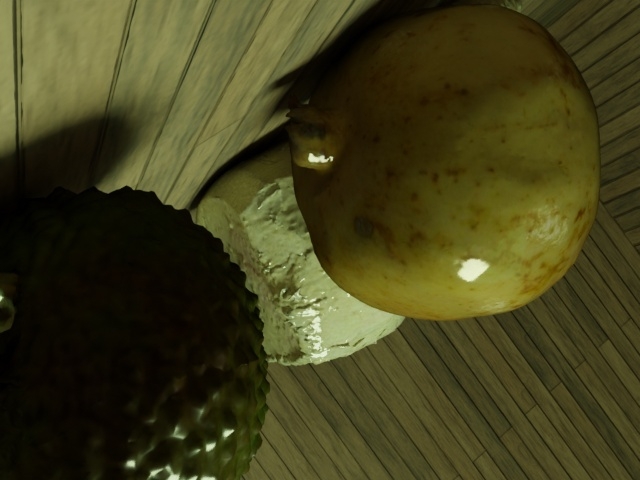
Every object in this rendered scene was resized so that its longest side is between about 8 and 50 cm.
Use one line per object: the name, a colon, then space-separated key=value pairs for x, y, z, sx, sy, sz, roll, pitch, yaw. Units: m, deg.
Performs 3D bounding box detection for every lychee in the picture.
lychee: x=-0.161 y=0.096 z=0.629 sx=0.320 sy=0.270 sz=0.270 roll=15 pitch=141 yaw=-41

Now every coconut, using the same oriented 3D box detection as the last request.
coconut: x=0.000 y=0.000 z=1.222 sx=0.254 sy=0.297 sz=0.297 roll=-23 pitch=175 yaw=-23

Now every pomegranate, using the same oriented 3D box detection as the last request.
pomegranate: x=0.107 y=-0.077 z=0.948 sx=0.342 sy=0.342 sz=0.342 roll=-36 pitch=180 yaw=0

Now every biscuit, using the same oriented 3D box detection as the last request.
biscuit: x=0.197 y=-0.280 z=1.174 sx=0.219 sy=0.061 sz=0.055 roll=-39 pitch=138 yaw=-56
